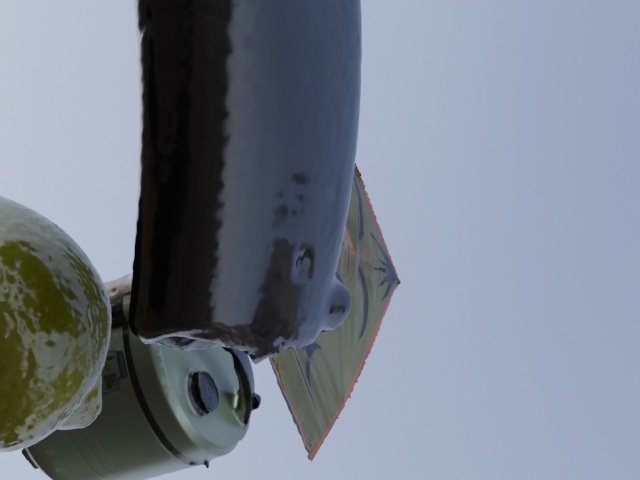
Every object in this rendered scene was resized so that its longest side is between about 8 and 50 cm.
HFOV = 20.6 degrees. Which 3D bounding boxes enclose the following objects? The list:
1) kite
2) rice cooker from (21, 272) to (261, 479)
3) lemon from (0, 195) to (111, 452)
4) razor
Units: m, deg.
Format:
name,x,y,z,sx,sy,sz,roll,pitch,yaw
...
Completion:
name,x,y,z,sx,sy,sz,roll,pitch,yaw
kite,-0.002,0.000,1.467,0.013,0.327,0.378,-12,-107,24
rice cooker,-0.194,0.141,1.853,0.244,0.226,0.226,-17,-86,23
lemon,-0.255,0.051,1.259,0.248,0.184,0.184,35,-39,-13
razor,-0.048,-0.092,1.192,0.113,0.204,0.349,-1,-92,31
